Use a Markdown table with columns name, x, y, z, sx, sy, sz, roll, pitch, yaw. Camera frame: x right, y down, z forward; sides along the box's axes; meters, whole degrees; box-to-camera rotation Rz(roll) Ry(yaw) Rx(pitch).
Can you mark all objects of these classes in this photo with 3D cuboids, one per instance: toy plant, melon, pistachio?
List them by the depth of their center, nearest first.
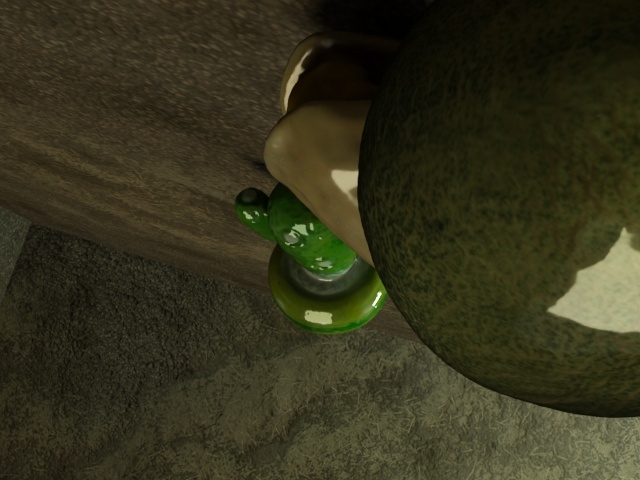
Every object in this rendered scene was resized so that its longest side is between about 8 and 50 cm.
| name | x | y | z | sx | sy | sz | roll | pitch | yaw |
| --- | --- | --- | --- | --- | --- | --- | --- | --- | --- |
| melon | 0.146 | -0.037 | 0.447 | 0.248 | 0.249 | 0.329 | 19 | 163 | -6 |
| pistachio | 0.092 | -0.039 | 0.698 | 0.299 | 0.188 | 0.187 | 30 | 167 | -21 |
| toy plant | 0.000 | 0.000 | 1.288 | 0.224 | 0.185 | 0.316 | 11 | 154 | 11 |
